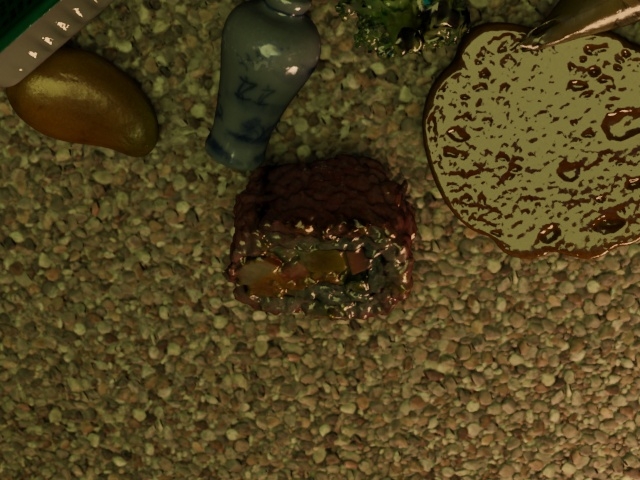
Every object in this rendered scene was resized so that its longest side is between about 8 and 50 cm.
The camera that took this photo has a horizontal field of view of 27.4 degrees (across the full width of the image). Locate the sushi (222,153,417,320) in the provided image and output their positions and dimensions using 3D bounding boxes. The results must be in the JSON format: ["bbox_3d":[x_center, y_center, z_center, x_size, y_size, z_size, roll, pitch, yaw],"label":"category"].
[{"bbox_3d":[0.000,0.000,1.834,0.270,0.171,0.236,0,137,4],"label":"sushi"}]

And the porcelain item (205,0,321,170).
[{"bbox_3d":[-0.082,-0.224,1.788,0.141,0.141,0.259,21,118,-2],"label":"porcelain item"}]

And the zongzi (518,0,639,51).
[{"bbox_3d":[0.375,-0.397,1.682,0.289,0.123,0.260,-11,101,8],"label":"zongzi"}]

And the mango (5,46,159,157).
[{"bbox_3d":[-0.329,-0.194,1.840,0.227,0.099,0.136,25,110,-12],"label":"mango"}]

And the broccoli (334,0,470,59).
[{"bbox_3d":[0.110,-0.294,1.732,0.154,0.160,0.167,-38,120,16],"label":"broccoli"}]

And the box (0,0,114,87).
[{"bbox_3d":[-0.388,-0.336,1.752,0.336,0.264,0.106,-36,141,15],"label":"box"}]

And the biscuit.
[{"bbox_3d":[0.336,-0.143,1.810,0.381,0.074,0.359,-14,107,8],"label":"biscuit"}]
